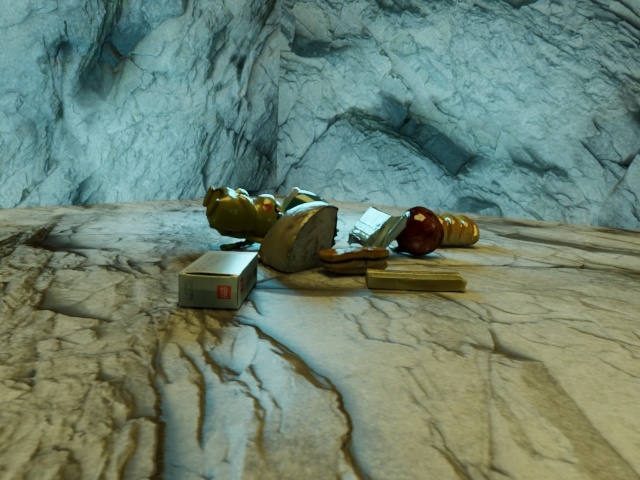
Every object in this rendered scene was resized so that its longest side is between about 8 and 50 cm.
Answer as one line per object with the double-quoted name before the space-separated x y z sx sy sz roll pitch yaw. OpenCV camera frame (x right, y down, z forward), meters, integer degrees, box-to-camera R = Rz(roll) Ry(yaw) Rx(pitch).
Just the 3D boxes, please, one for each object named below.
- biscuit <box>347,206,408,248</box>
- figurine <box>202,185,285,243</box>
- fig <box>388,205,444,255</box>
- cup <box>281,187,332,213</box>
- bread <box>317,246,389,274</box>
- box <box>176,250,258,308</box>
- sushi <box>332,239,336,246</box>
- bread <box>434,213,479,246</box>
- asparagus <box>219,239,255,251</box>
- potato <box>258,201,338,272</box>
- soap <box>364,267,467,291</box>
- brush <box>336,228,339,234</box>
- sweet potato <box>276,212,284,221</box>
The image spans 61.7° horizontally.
"biscuit" 0.185 -0.032 1.843 0.079 0.186 0.309 39 -2 -18
"figurine" -0.241 -0.080 1.857 0.326 0.169 0.218 7 27 -21
"fig" 0.319 -0.010 1.844 0.175 0.207 0.175 37 20 -16
"cup" -0.058 -0.109 2.007 0.173 0.167 0.299 39 11 2
"bread" 0.094 0.055 1.524 0.200 0.077 0.116 -3 12 -22
"box" -0.231 0.085 1.240 0.135 0.079 0.269 2 9 2
"sushi" -0.001 0.004 1.905 0.118 0.061 0.060 21 -3 -9
"bread" 0.454 -0.041 2.080 0.311 0.121 0.173 0 10 -8
"asparagus" -0.283 0.015 1.826 0.034 0.027 0.236 -11 2 20
"potato" -0.104 -0.025 1.611 0.264 0.189 0.211 11 13 43
"soap" 0.245 0.103 1.389 0.252 0.037 0.092 3 10 0
"brush" -0.049 -0.021 2.112 0.248 0.036 0.043 -5 5 -3
"sweet potato" -0.101 -0.020 1.786 0.054 0.182 0.053 -45 43 -19
